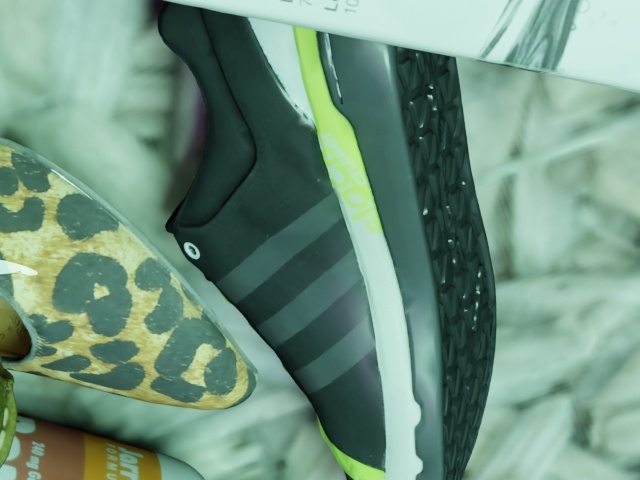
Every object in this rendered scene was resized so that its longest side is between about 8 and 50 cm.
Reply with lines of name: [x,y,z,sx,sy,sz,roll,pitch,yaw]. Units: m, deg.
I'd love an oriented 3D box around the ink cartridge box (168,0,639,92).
ink cartridge box: [0.063,-0.110,0.454,0.219,0.160,0.092,10,116,-11]

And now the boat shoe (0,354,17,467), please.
boat shoe: [-0.178,-0.057,0.424,0.307,0.111,0.104,48,149,5]

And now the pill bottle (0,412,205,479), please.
pill bottle: [-0.110,0.120,0.583,0.216,0.121,0.121,17,115,-15]

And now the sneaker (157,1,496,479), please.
sneaker: [0.000,0.000,0.569,0.097,0.084,0.234,2,120,20]

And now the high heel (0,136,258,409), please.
high heel: [-0.157,0.045,0.498,0.261,0.186,0.093,27,148,-11]
